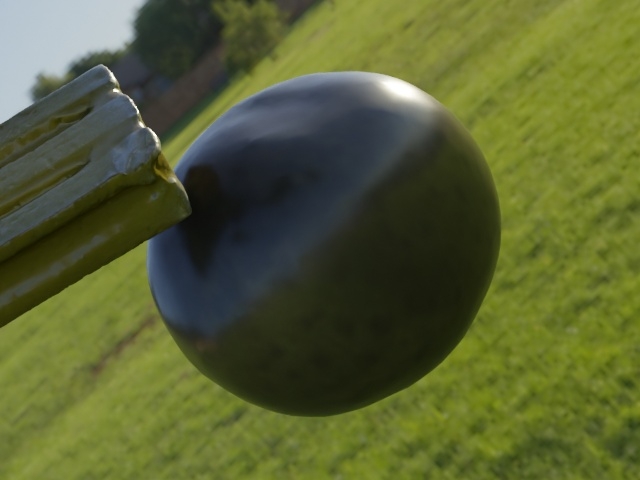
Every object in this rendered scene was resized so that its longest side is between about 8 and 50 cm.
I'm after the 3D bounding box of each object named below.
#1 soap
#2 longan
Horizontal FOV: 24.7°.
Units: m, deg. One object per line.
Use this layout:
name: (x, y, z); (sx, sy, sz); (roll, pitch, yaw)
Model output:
soap: (-0.289, -0.017, 1.341); (0.315, 0.091, 0.199); (-32, 40, -7)
longan: (0.000, 0.000, 1.467); (0.361, 0.361, 0.361); (-43, 8, 7)
